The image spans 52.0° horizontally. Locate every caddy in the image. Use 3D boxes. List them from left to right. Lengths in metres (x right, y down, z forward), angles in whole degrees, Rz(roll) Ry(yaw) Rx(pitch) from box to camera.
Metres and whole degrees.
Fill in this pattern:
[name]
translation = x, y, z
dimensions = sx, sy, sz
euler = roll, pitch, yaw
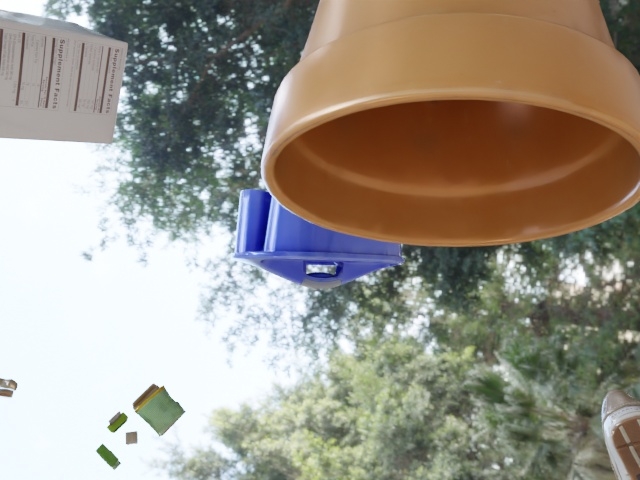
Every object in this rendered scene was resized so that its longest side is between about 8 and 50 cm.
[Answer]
[caddy]
translation = 0.000, 0.000, 1.213
dimensions = 0.341, 0.241, 0.179
euler = 4, -94, -37

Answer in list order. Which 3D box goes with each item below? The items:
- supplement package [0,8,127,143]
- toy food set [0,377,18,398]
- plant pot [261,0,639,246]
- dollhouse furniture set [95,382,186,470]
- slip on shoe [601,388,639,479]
[supplement package]
translation = -0.377, -0.201, 0.777
dimensions = 0.244, 0.139, 0.134
euler = -5, -63, -48
[toy food set]
translation = -0.329, 0.121, 0.591
dimensions = 0.078, 0.122, 0.019
euler = 113, 167, -61
[plant pot]
translation = 0.105, -0.133, 0.531
dimensions = 0.290, 0.290, 0.204
euler = 26, -117, -51
[dollhouse furniture set]
translation = -0.299, 0.303, 1.080
dimensions = 0.151, 0.076, 0.059
euler = -44, -12, -27
[slip on shoe]
translation = 0.244, 0.173, 0.494
dimensions = 0.135, 0.051, 0.041
euler = 60, -168, -16
